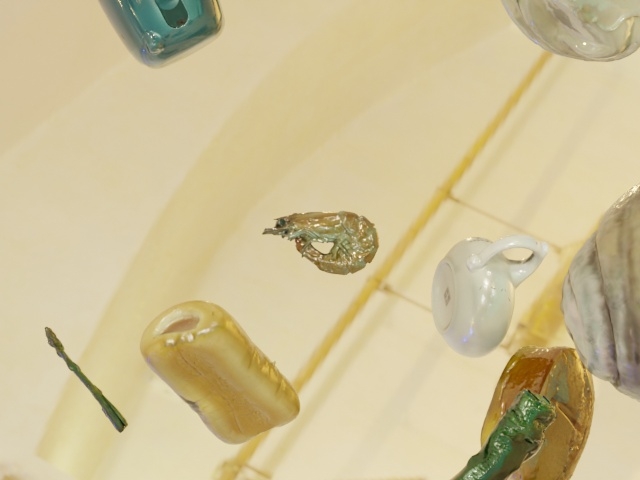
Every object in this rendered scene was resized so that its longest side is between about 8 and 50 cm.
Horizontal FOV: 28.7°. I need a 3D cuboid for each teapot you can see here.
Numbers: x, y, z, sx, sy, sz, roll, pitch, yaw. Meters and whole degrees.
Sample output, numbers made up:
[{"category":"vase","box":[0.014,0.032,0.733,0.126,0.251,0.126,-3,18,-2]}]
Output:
[{"category":"teapot","box":[0.286,0.091,2.174,0.299,0.166,0.208,124,159,-48]}]

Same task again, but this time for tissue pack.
[{"category":"tissue pack","box":[-0.294,-0.450,2.180,0.198,0.287,0.206,-26,19,-2]}]

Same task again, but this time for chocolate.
[{"category":"chocolate","box":[0.387,0.080,1.403,0.213,0.303,0.303,-23,-23,-6]}]

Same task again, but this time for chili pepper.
[{"category":"chili pepper","box":[0.219,0.289,1.607,0.224,0.061,0.098,-51,-33,7]}]

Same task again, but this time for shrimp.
[{"category":"shrimp","box":[0.000,0.000,1.910,0.041,0.180,0.099,108,168,-84]}]

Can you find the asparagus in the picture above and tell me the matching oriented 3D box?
[{"category":"asparagus","box":[-0.399,0.234,2.114,0.023,0.233,0.022,-23,24,27]}]

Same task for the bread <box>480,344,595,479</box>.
[{"category":"bread","box":[0.384,0.311,2.167,0.195,0.143,0.269,38,-110,-48]}]

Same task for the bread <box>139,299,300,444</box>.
[{"category":"bread","box":[-0.138,0.185,1.765,0.142,0.091,0.305,-26,-41,5]}]

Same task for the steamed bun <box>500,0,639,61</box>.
[{"category":"steamed bun","box":[0.245,-0.252,1.226,0.106,0.183,0.183,-35,10,43]}]
